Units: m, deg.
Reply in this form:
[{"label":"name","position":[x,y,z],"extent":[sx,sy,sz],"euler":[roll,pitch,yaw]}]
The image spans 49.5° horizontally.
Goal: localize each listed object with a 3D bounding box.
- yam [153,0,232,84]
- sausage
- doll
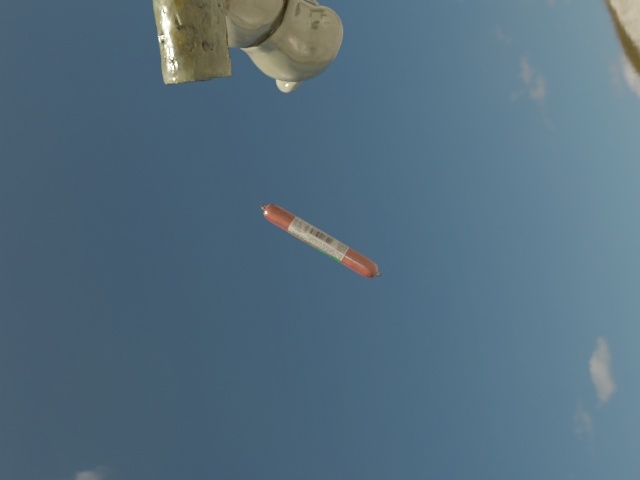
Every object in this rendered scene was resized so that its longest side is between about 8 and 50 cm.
[{"label":"yam","position":[-0.195,-0.336,1.042],"extent":[0.107,0.107,0.194],"euler":[-26,-65,-51]},{"label":"sausage","position":[0.000,0.000,1.110],"extent":[0.223,0.029,0.029],"euler":[31,-134,3]},{"label":"doll","position":[-0.112,-0.482,1.519],"extent":[0.370,0.226,0.215],"euler":[28,-155,-48]}]
